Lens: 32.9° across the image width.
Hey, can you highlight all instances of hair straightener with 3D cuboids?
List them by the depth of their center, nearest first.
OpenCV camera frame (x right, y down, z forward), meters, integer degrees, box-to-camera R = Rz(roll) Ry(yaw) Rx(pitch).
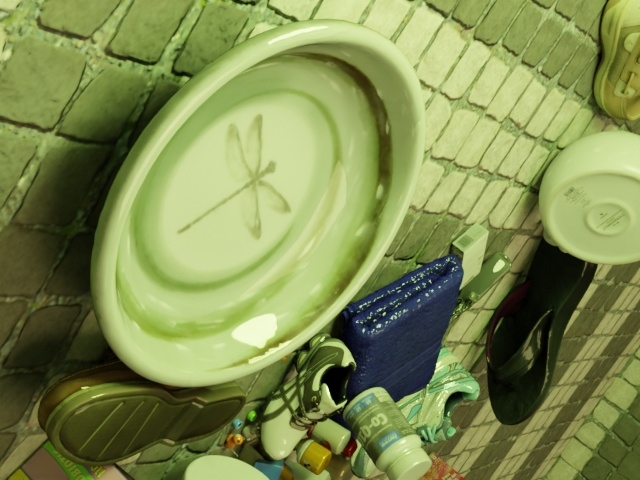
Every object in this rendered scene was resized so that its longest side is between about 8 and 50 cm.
[{"bbox_3d":[0.235,0.098,1.825,0.230,0.047,0.089,-37,173,-13],"label":"hair straightener"}]

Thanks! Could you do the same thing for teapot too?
[{"bbox_3d":[0.493,-0.092,1.842,0.187,0.256,0.252,-70,151,-46],"label":"teapot"}]

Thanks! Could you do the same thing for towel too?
[{"bbox_3d":[0.105,0.166,1.675,0.228,0.076,0.308,-31,150,-31],"label":"towel"}]

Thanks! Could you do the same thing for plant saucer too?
[{"bbox_3d":[-0.069,-0.043,1.067,0.400,0.100,0.400,-29,139,-30],"label":"plant saucer"}]

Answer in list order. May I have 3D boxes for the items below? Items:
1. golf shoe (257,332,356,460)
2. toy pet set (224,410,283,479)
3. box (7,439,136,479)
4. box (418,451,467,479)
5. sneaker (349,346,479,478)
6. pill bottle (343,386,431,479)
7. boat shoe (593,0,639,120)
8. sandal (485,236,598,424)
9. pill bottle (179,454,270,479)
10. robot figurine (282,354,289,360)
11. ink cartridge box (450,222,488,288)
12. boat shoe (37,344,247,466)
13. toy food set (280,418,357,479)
[{"bbox_3d":[-0.019,0.228,1.508,0.077,0.094,0.198,23,96,-36],"label":"golf shoe"},{"bbox_3d":[-0.078,0.299,1.564,0.122,0.065,0.114,-19,139,-47],"label":"toy pet set"},{"bbox_3d":[-0.222,0.350,1.229,0.117,0.213,0.243,-45,153,-13],"label":"box"},{"bbox_3d":[0.191,0.588,2.301,0.257,0.123,0.128,-32,147,-34],"label":"box"},{"bbox_3d":[0.169,0.324,1.927,0.283,0.122,0.110,-47,153,-9],"label":"sneaker"},{"bbox_3d":[0.099,0.291,1.595,0.078,0.137,0.078,-26,147,-18],"label":"pill bottle"},{"bbox_3d":[0.514,-0.278,1.723,0.121,0.110,0.341,-48,154,-7],"label":"boat shoe"},{"bbox_3d":[0.390,0.159,2.078,0.107,0.167,0.445,0,120,-28],"label":"sandal"},{"bbox_3d":[-0.181,0.463,1.468,0.188,0.188,0.333,-8,131,-55],"label":"pill bottle"},{"bbox_3d":[0.000,0.000,1.283,0.291,0.085,0.211,-51,155,0],"label":"robot figurine"},{"bbox_3d":[0.238,0.029,1.769,0.063,0.029,0.115,-38,152,-26],"label":"ink cartridge box"},{"bbox_3d":[-0.203,0.162,1.152,0.110,0.104,0.307,-47,157,11],"label":"boat shoe"},{"bbox_3d":[-0.017,0.322,1.641,0.111,0.105,0.232,-54,160,-19],"label":"toy food set"}]
